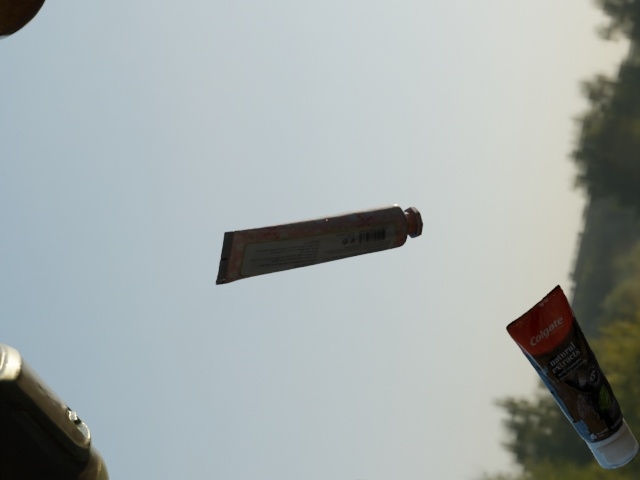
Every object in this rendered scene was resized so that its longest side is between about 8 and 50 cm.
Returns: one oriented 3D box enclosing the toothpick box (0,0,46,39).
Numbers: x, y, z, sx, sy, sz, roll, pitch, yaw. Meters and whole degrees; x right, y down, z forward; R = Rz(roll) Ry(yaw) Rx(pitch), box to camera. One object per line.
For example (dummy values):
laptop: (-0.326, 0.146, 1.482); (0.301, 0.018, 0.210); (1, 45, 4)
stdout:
toothpick box: (-0.381, -0.308, 1.414); (0.294, 0.192, 0.192); (45, -122, -65)

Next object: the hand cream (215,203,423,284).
hand cream: (0.000, 0.000, 1.412); (0.043, 0.210, 0.067); (58, 147, 38)

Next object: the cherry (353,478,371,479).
cherry: (0.033, 0.317, 1.677); (0.126, 0.087, 0.106); (24, -74, -48)

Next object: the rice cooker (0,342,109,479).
rice cooker: (-0.402, 0.224, 1.430); (0.325, 0.335, 0.335); (50, -145, -17)

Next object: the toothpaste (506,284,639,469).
toothpaste: (0.251, 0.140, 1.466); (0.071, 0.045, 0.193); (-35, -70, -14)
